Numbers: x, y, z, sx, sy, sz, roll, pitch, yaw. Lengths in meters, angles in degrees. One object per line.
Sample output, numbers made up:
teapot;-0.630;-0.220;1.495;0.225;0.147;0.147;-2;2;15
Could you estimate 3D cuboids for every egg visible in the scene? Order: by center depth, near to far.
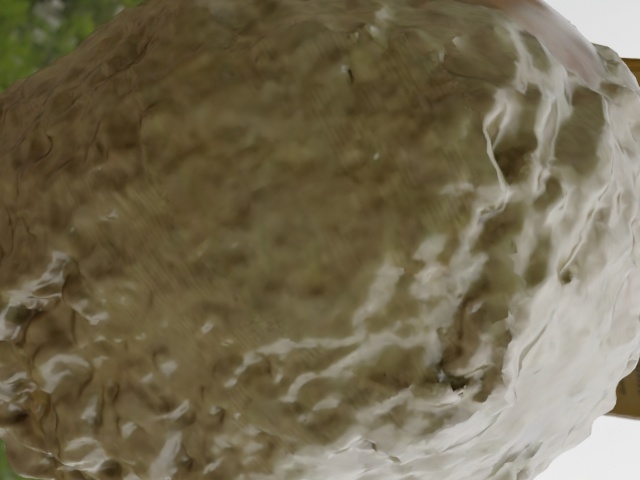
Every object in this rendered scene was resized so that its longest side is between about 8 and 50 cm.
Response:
egg;0.000;0.000;0.799;0.310;0.279;0.279;-20;-151;8

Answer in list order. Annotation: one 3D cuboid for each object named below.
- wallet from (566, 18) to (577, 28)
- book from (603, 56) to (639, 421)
wallet;0.155;-0.105;1.703;0.202;0.059;0.141;-71;-163;-3
book;0.055;-0.008;1.205;0.389;0.269;0.032;7;-143;27
